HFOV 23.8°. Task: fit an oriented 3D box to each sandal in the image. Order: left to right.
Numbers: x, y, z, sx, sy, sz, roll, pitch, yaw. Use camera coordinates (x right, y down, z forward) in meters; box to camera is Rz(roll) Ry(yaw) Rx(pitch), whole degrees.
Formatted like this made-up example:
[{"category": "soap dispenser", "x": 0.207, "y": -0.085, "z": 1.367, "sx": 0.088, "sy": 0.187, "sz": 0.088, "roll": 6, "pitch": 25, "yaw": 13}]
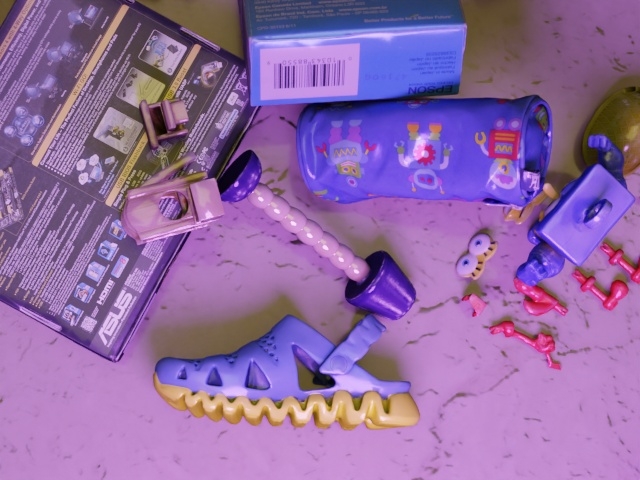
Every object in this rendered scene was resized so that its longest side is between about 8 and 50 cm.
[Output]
[{"category": "sandal", "x": -0.040, "y": 0.153, "z": 1.800, "sx": 0.317, "sy": 0.126, "sz": 0.138, "roll": 3, "pitch": 80, "yaw": -12}]

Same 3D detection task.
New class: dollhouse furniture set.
[{"category": "dollhouse furniture set", "x": -0.183, "y": -0.086, "z": 1.684, "sx": 0.101, "sy": 0.182, "sz": 0.161, "roll": -15, "pitch": 89, "yaw": -9}]

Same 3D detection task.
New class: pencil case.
[{"category": "pencil case", "x": 0.123, "y": -0.101, "z": 1.773, "sx": 0.306, "sy": 0.119, "sz": 0.133, "roll": 2, "pitch": 103, "yaw": 25}]

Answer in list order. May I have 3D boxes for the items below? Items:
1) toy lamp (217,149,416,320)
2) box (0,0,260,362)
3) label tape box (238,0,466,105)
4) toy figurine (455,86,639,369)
[{"category": "toy lamp", "x": 0.000, "y": 0.000, "z": 1.805, "sx": 0.275, "sy": 0.080, "sz": 0.080, "roll": 39, "pitch": 82, "yaw": -18}, {"category": "box", "x": -0.286, "y": -0.097, "z": 1.817, "sx": 0.318, "sy": 0.097, "sz": 0.395, "roll": 28, "pitch": 83, "yaw": -3}, {"category": "label tape box", "x": 0.024, "y": -0.319, "z": 1.835, "sx": 0.249, "sy": 0.115, "sz": 0.347, "roll": -4, "pitch": 45, "yaw": -4}, {"category": "toy figurine", "x": 0.338, "y": -0.027, "z": 1.790, "sx": 0.191, "sy": 0.217, "sz": 0.362, "roll": 43, "pitch": 83, "yaw": 1}]
